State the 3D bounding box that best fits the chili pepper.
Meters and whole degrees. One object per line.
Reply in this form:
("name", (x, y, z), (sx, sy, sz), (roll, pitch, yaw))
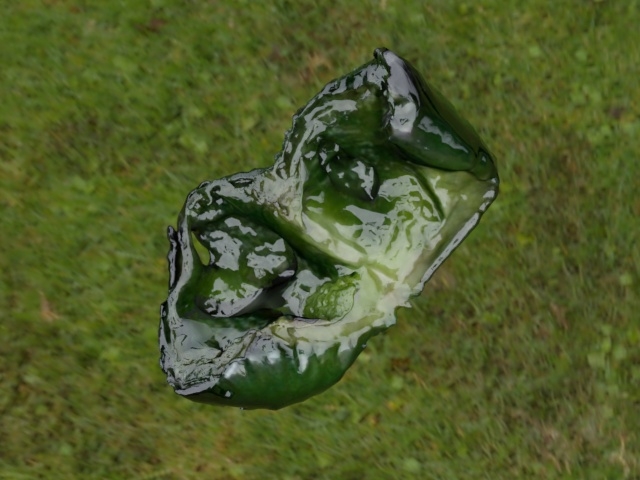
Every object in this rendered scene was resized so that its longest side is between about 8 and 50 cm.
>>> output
("chili pepper", (-0.004, 0.000, 0.925), (0.264, 0.148, 0.116), (-51, 28, 7))
